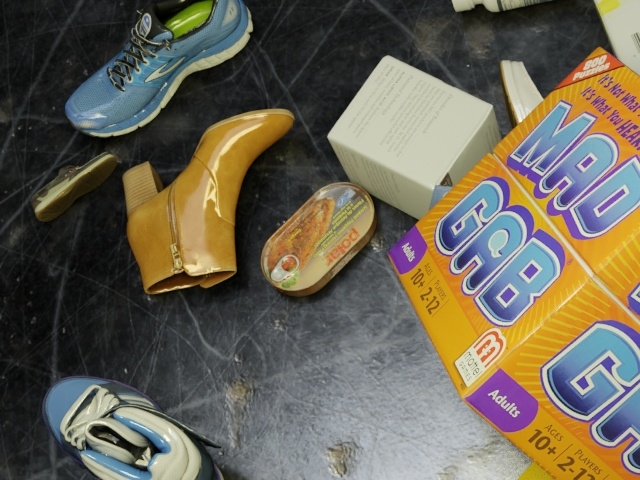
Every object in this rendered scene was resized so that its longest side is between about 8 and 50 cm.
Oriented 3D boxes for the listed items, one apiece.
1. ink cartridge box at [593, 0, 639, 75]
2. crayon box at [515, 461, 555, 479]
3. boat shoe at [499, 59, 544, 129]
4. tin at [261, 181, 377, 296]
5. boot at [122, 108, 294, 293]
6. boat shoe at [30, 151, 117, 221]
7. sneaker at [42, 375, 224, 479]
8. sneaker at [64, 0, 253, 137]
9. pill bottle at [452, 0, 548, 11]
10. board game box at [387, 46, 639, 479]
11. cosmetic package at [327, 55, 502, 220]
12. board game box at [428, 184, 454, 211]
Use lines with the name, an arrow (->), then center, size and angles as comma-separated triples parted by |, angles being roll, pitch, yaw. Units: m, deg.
ink cartridge box -> 0.522, -0.293, 1.848 | 0.279, 0.160, 0.385 | -21, 45, 13
crayon box -> 0.269, 0.484, 1.660 | 0.363, 0.106, 0.313 | -45, 61, -7
boat shoe -> 0.328, -0.137, 1.942 | 0.096, 0.098, 0.277 | -22, 71, 5
tin -> 0.000, 0.000, 2.005 | 0.189, 0.040, 0.106 | -44, 58, -6
boot -> -0.145, -0.050, 2.044 | 0.295, 0.104, 0.211 | -24, 67, 10
boat shoe -> -0.382, -0.092, 2.149 | 0.152, 0.056, 0.049 | -37, 66, -2
sneaker -> -0.279, 0.246, 1.857 | 0.322, 0.236, 0.130 | 30, 77, 26
sneaker -> -0.266, -0.293, 2.157 | 0.330, 0.147, 0.130 | -39, 61, -3
pill bottle -> 0.280, -0.396, 2.066 | 0.180, 0.108, 0.108 | -10, 63, 12
board game box -> 0.351, 0.069, 1.568 | 0.356, 0.356, 0.356 | -45, 24, 10
cosmetic package -> 0.138, -0.132, 1.960 | 0.183, 0.151, 0.151 | 29, 76, 25
board game box -> 0.278, -0.007, 1.853 | 0.243, 0.165, 0.042 | 8, 68, 19
